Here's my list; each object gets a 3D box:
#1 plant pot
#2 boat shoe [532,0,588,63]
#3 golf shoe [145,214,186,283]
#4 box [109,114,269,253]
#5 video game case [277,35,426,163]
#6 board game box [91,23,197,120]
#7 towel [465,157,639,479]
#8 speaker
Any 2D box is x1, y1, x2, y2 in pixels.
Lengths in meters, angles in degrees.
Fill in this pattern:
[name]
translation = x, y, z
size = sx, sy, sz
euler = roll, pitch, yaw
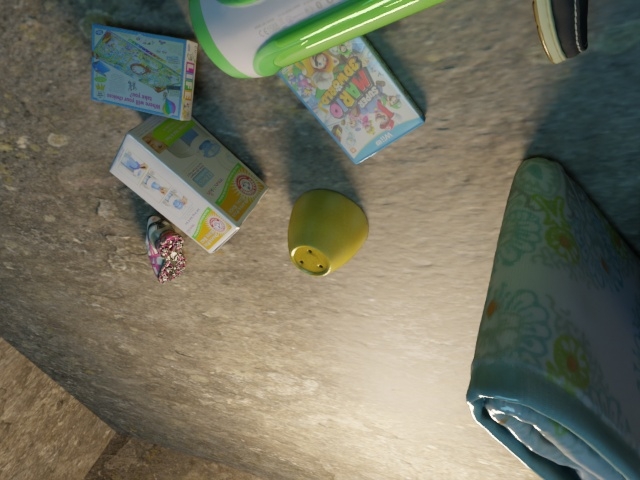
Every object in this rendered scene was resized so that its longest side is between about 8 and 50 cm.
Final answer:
[plant pot]
translation = 0.000, 0.000, 0.680
size = 0.134, 0.095, 0.134
euler = 14, 136, 14
[boat shoe]
translation = 0.203, -0.256, 0.332
size = 0.073, 0.080, 0.224
euler = -1, 126, 35
[golf shoe]
translation = -0.333, 0.020, 0.909
size = 0.086, 0.067, 0.186
euler = 47, 143, 19
[box]
translation = -0.203, -0.096, 0.676
size = 0.203, 0.114, 0.103
euler = 43, 135, -13
[video game case]
translation = 0.037, -0.185, 0.538
size = 0.119, 0.015, 0.166
euler = -26, 116, 42
[board game box]
translation = -0.250, -0.235, 0.596
size = 0.154, 0.026, 0.104
euler = 16, 108, 14
[towel]
translation = 0.317, 0.131, 0.476
size = 0.374, 0.321, 0.090
euler = 42, 139, -16
[speaker]
translation = 0.018, -0.250, 0.393
size = 0.296, 0.131, 0.131
euler = -8, 127, 32
